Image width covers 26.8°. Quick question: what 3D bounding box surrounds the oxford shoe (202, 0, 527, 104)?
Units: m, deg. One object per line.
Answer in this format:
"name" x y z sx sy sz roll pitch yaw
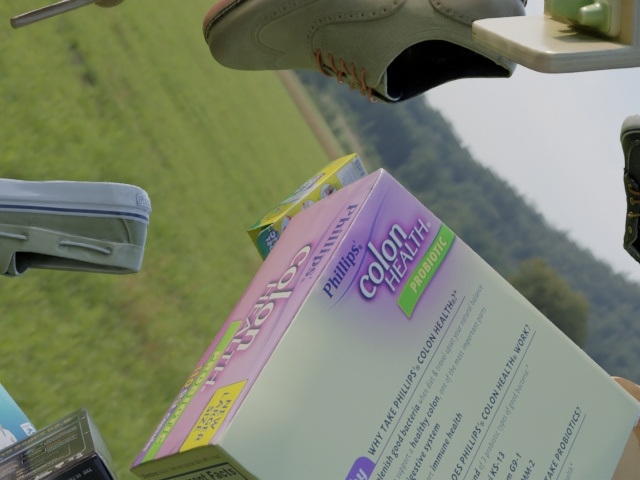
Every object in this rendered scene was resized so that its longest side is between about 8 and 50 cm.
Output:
"oxford shoe" 0.038 -0.228 1.515 0.140 0.396 0.147 41 49 -55

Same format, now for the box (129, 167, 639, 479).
"box" 0.048 0.122 0.835 0.243 0.214 0.117 41 -33 -16

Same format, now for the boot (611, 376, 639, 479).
"boot" 0.280 0.264 1.120 0.211 0.104 0.295 24 51 -69

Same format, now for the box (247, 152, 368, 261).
"box" 0.000 0.000 1.324 0.179 0.043 0.105 -42 109 -47

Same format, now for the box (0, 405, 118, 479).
"box" -0.319 0.263 1.339 0.056 0.231 0.183 64 -9 -12

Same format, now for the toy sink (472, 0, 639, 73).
"toy sink" 0.241 -0.207 0.978 0.153 0.234 0.131 -129 -146 -68

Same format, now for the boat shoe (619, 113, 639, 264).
"boat shoe" 0.313 -0.041 1.253 0.065 0.083 0.183 9 -22 28

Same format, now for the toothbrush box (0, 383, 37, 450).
"toothbrush box" -0.519 0.210 1.634 0.295 0.216 0.126 49 15 8

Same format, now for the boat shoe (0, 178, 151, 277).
"boat shoe" -0.332 -0.009 1.431 0.109 0.302 0.094 69 20 -72

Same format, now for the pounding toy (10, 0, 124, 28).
"pounding toy" -0.297 -0.325 1.467 0.269 0.154 0.155 21 68 -40
